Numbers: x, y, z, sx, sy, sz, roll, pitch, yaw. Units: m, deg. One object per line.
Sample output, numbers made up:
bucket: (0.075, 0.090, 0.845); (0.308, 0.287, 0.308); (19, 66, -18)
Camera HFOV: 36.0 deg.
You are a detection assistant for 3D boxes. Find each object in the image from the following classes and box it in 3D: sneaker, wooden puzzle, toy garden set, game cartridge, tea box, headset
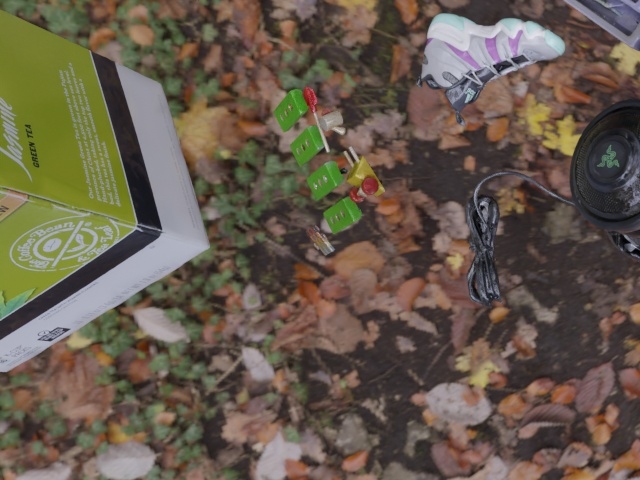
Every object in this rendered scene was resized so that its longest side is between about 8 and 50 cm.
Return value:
sneaker: (0.105, -0.105, 0.630); (0.098, 0.038, 0.069); (16, 85, 43)
wooden puzzle: (0.000, 0.000, 1.554); (0.006, 0.083, 0.049); (-40, 93, -15)
toy garden set: (0.020, -0.149, 1.656); (0.244, 0.049, 0.204); (64, 159, 3)
game cartridge: (0.364, -0.315, 1.258); (0.355, 0.230, 0.068); (48, 122, 34)
tea box: (-0.352, -0.038, 0.985); (0.329, 0.323, 0.220); (-31, 64, 25)
headset: (0.338, -0.026, 1.012); (0.394, 0.243, 0.185); (-4, 74, 29)
